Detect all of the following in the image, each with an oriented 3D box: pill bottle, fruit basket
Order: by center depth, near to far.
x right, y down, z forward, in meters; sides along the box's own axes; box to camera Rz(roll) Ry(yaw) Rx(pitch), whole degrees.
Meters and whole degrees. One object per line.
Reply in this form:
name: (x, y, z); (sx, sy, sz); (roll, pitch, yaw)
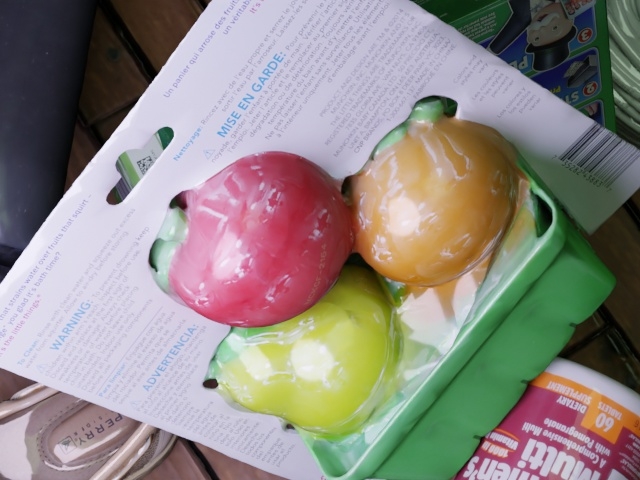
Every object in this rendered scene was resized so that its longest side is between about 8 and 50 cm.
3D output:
fruit basket: (0.000, 0.000, 1.155); (0.353, 0.165, 0.327); (28, 108, -31)
pill bottle: (0.140, 0.198, 1.238); (0.121, 0.121, 0.221); (28, 74, 2)

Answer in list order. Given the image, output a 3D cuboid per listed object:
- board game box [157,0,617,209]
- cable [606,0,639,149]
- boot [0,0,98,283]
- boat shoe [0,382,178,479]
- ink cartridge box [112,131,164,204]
board game box: (0.058, -0.062, 1.258); (0.317, 0.213, 0.046); (-26, 46, -12)
cable: (0.298, -0.181, 1.371); (0.257, 0.089, 0.257); (34, 74, 5)
boot: (-0.163, -0.188, 1.229); (0.367, 0.146, 0.445); (0, 62, 28)
boat shoe: (-0.244, 0.178, 1.210); (0.341, 0.110, 0.121); (-37, 82, -14)
ink cartridge box: (-0.045, -0.072, 1.297); (0.209, 0.109, 0.062); (-27, 80, -12)
